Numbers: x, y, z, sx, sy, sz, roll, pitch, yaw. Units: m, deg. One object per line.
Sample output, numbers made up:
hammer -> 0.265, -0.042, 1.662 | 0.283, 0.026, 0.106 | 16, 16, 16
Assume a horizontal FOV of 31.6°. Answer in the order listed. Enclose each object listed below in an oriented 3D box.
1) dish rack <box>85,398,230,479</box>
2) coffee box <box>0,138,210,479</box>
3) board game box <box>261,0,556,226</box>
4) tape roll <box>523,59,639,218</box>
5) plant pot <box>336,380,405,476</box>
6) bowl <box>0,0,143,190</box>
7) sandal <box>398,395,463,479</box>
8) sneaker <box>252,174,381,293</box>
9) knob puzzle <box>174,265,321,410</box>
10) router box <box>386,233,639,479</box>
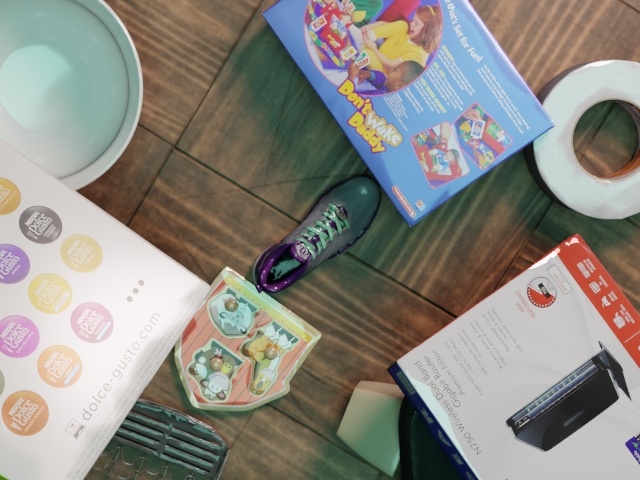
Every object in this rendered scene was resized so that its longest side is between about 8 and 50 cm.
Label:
dish rack -> -0.256, 0.370, 1.613 | 0.208, 0.074, 0.271 | 22, 96, -5
coffee box -> -0.402, 0.146, 1.387 | 0.334, 0.338, 0.338 | 36, 54, -6
board game box -> 0.118, -0.226, 1.512 | 0.233, 0.078, 0.347 | -35, 88, 10
tape roll -> 0.396, -0.141, 1.571 | 0.219, 0.072, 0.219 | 0, 97, -1
plant pot -> 0.083, 0.254, 1.598 | 0.096, 0.109, 0.109 | 23, 96, 8
bowl -> -0.378, -0.205, 1.509 | 0.298, 0.134, 0.298 | 0, 98, -1
sandal -> 0.194, 0.397, 1.557 | 0.167, 0.107, 0.446 | -21, 115, -22
sneaker -> 0.000, 0.000, 1.562 | 0.223, 0.098, 0.083 | -44, 96, 4
knob puzzle -> -0.123, 0.162, 1.613 | 0.213, 0.030, 0.213 | 0, 97, -2
router box -> 0.304, 0.213, 1.449 | 0.301, 0.082, 0.335 | -34, 82, -13
